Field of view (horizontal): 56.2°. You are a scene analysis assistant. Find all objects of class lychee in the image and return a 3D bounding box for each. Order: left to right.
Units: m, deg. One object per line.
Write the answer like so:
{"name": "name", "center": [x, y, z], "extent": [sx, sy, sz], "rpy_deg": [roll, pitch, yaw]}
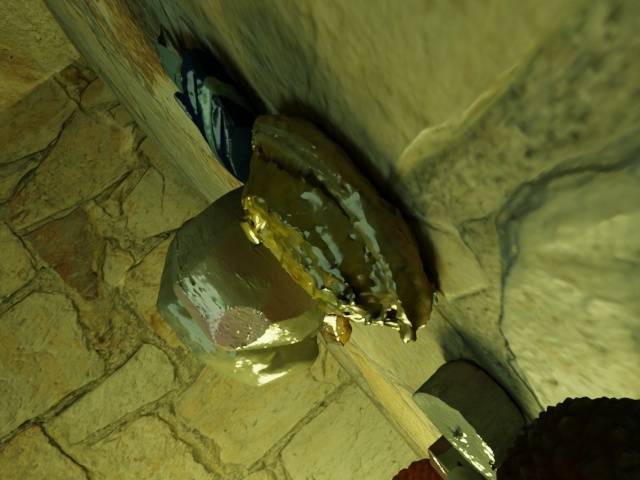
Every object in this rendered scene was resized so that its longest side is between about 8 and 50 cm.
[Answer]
{"name": "lychee", "center": [0.172, 0.180, 0.337], "extent": [0.165, 0.165, 0.197], "rpy_deg": [-152, 50, -66]}

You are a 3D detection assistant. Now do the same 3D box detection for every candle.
{"name": "candle", "center": [0.181, 0.216, 0.730], "extent": [0.168, 0.068, 0.192], "rpy_deg": [32, 158, 54]}

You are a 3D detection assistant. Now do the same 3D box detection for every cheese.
{"name": "cheese", "center": [-0.124, 0.093, 1.047], "extent": [0.115, 0.318, 0.326], "rpy_deg": [-41, 80, 37]}

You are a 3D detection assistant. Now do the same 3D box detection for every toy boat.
{"name": "toy boat", "center": [-0.140, -0.166, 0.777], "extent": [0.291, 0.070, 0.210], "rpy_deg": [43, 164, 56]}

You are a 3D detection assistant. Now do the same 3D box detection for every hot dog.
{"name": "hot dog", "center": [0.012, 0.146, 1.264], "extent": [0.131, 0.069, 0.253], "rpy_deg": [56, 171, 29]}

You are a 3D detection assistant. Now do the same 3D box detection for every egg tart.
{"name": "egg tart", "center": [0.000, 0.000, 0.625], "extent": [0.291, 0.107, 0.291], "rpy_deg": [49, 170, 12]}

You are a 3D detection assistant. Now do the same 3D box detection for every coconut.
{"name": "coconut", "center": [-0.086, 0.051, 0.852], "extent": [0.230, 0.227, 0.227], "rpy_deg": [53, 171, 2]}

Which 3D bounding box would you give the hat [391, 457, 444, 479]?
{"name": "hat", "center": [0.329, 0.612, 1.286], "extent": [0.400, 0.285, 0.285], "rpy_deg": [21, -166, -45]}

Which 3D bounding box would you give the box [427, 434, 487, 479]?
{"name": "box", "center": [0.264, 0.380, 0.918], "extent": [0.215, 0.086, 0.215], "rpy_deg": [45, 169, 25]}

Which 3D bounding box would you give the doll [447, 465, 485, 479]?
{"name": "doll", "center": [0.273, 0.401, 0.721], "extent": [0.243, 0.159, 0.311], "rpy_deg": [115, 146, -41]}
